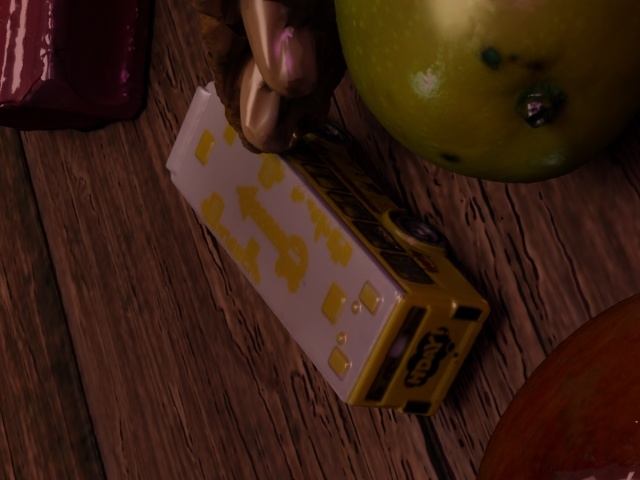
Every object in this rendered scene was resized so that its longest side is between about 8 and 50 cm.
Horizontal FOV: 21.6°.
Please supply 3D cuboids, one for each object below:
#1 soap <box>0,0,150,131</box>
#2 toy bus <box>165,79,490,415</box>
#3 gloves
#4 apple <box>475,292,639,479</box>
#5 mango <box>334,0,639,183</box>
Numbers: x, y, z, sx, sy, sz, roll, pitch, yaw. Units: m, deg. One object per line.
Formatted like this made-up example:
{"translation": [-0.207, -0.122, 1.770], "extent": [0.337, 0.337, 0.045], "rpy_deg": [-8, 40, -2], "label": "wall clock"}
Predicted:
{"translation": [-0.187, -0.204, 1.158], "extent": [0.162, 0.099, 0.250], "rpy_deg": [2, 86, 54], "label": "soap"}
{"translation": [0.000, 0.000, 0.889], "extent": [0.226, 0.074, 0.081], "rpy_deg": [51, 125, 44], "label": "toy bus"}
{"translation": [-0.051, -0.203, 0.884], "extent": [0.155, 0.203, 0.356], "rpy_deg": [-45, 44, 36], "label": "gloves"}
{"translation": [0.142, 0.110, 0.629], "extent": [0.173, 0.160, 0.195], "rpy_deg": [-43, 55, 14], "label": "apple"}
{"translation": [0.078, -0.160, 0.759], "extent": [0.175, 0.143, 0.293], "rpy_deg": [-47, 39, 47], "label": "mango"}
